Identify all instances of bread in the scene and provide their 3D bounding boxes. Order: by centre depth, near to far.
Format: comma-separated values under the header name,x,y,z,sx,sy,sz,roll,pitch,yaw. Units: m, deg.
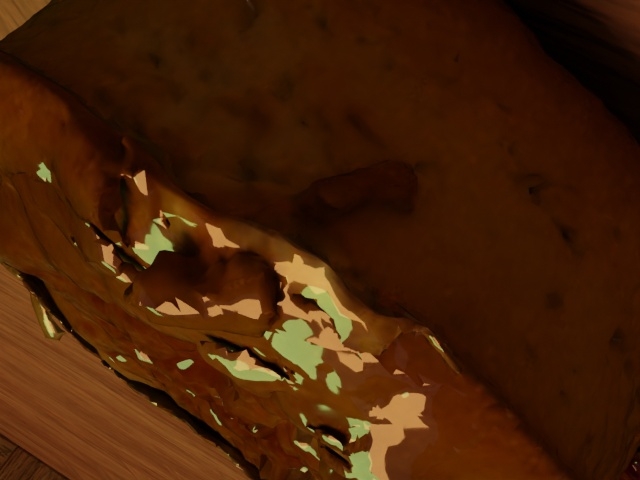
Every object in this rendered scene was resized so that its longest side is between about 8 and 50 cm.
name,x,y,z,sx,sy,sz,roll,pitch,yaw
bread,0.000,-0.001,0.834,0.337,0.204,0.358,29,166,18

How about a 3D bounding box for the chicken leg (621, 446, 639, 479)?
name,x,y,z,sx,sy,sz,roll,pitch,yaw
chicken leg,0.174,0.141,1.058,0.158,0.096,0.407,48,164,-17
